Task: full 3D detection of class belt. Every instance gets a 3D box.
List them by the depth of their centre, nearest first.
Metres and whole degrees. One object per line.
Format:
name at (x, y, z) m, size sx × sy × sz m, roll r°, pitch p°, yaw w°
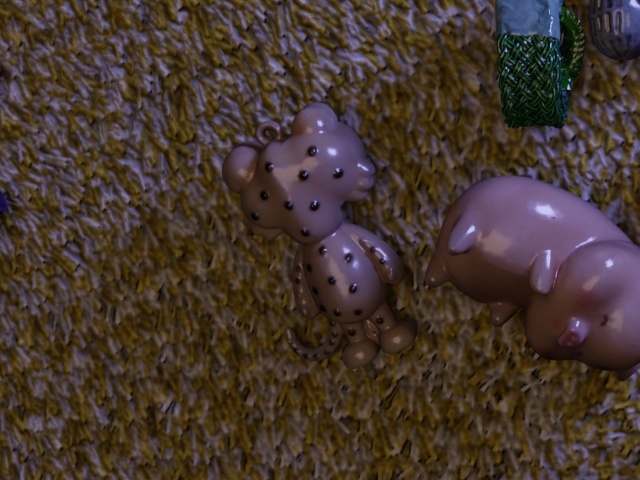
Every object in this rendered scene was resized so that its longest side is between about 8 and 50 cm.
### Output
belt at (0.218, -0.184, 1.406) m, size 0.079 × 0.121 × 0.151 m, roll -4°, pitch 91°, yaw 16°

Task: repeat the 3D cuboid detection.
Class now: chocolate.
chocolate at (0.291, -0.259, 1.404) m, size 0.072 × 0.072 × 0.167 m, roll -5°, pitch 95°, yaw 14°

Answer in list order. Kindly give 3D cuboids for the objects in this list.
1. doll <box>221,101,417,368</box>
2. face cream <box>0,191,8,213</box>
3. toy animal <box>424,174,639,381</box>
doll at (0.002, 0.000, 1.493) m, size 0.154 × 0.119 × 0.278 m, roll -15°, pitch 102°, yaw 16°
face cream at (-0.458, 0.033, 1.620) m, size 0.273 × 0.078 × 0.078 m, roll -37°, pitch 87°, yaw 15°
toy animal at (0.234, 0.034, 1.414) m, size 0.250 × 0.166 × 0.154 m, roll 34°, pitch 60°, yaw 2°
